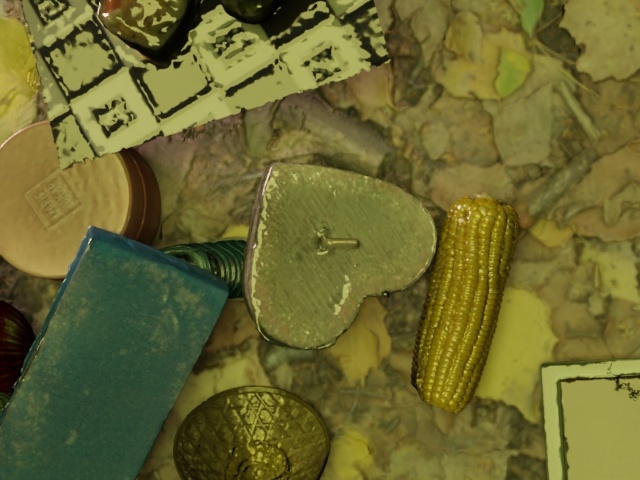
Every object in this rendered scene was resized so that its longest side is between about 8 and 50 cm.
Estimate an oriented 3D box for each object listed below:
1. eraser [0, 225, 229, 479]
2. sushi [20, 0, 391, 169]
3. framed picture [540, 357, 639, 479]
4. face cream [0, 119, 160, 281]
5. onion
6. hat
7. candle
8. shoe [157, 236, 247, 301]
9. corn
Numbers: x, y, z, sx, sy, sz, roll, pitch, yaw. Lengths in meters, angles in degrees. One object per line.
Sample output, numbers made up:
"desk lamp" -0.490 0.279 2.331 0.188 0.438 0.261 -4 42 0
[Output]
"eraser" -0.211 0.149 1.508 0.144 0.042 0.312 23 104 -17
"sushi" -0.133 -0.272 1.468 0.320 0.069 0.339 -15 82 7
"framed picture" 0.352 0.217 1.477 0.296 0.019 0.232 -3 87 9
"face cream" -0.235 -0.035 1.551 0.149 0.104 0.149 -1 86 10
"onion" -0.319 0.109 1.554 0.118 0.117 0.119 2 67 -6
"hat" -0.063 0.211 1.533 0.146 0.067 0.146 -1 46 1
"candle" 0.000 0.000 1.501 0.192 0.068 0.168 -33 92 -9
"shoe" -0.112 0.029 1.543 0.143 0.071 0.064 -6 86 2
"corn" 0.131 0.056 1.501 0.072 0.072 0.203 13 90 10
